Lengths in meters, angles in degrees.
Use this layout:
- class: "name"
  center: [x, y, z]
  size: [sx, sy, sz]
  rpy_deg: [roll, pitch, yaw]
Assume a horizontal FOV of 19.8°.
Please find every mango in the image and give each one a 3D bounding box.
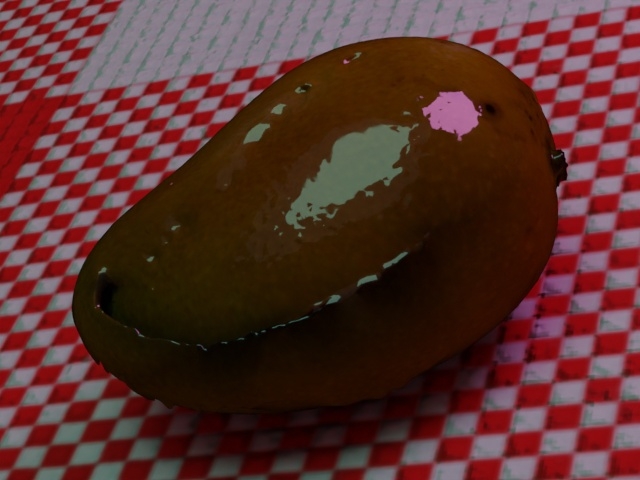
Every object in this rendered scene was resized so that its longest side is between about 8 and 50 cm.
- class: "mango"
  center: [0.000, 0.000, 0.841]
  size: [0.236, 0.136, 0.166]
  rpy_deg: [-24, 35, 4]
